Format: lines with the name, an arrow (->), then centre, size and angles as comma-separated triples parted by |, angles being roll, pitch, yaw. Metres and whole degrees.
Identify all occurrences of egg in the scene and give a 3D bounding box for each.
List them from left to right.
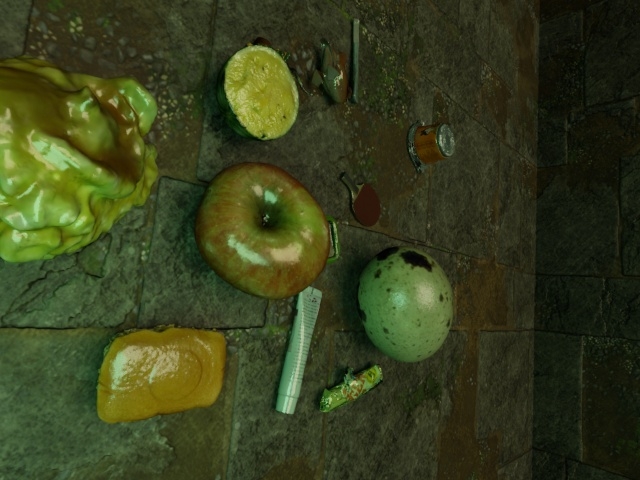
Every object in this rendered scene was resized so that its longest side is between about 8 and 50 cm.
egg -> 0.257, 0.197, 1.220 | 0.287, 0.288, 0.379 | -45, 125, -36

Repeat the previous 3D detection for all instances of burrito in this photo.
burrito -> 0.098, 0.428, 1.216 | 0.288, 0.054, 0.104 | -11, 95, -44

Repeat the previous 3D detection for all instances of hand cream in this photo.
hand cream -> -0.054, 0.284, 1.070 | 0.085, 0.058, 0.331 | 27, 70, -39

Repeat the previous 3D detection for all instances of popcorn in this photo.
popcorn -> -0.415, -0.121, 0.601 | 0.279, 0.274, 0.335 | 18, 31, -12

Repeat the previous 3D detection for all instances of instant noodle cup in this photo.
instant noodle cup -> 0.430, -0.370, 1.529 | 0.178, 0.126, 0.208 | -11, 95, -44

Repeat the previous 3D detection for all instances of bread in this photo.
bread -> -0.306, 0.251, 0.784 | 0.246, 0.121, 0.173 | 12, 78, -46

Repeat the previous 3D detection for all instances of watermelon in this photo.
watermelon -> -0.154, -0.341, 0.953 | 0.204, 0.127, 0.232 | 47, 60, -32

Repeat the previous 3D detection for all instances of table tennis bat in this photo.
table tennis bat -> 0.130, -0.136, 1.299 | 0.220, 0.019, 0.130 | 47, 58, -34

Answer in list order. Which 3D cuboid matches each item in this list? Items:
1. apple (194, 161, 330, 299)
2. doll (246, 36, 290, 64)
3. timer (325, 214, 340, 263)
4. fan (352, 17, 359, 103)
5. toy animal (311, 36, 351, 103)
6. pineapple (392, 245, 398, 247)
apple -> -0.132, -0.012, 0.898 | 0.278, 0.250, 0.309 | -30, 88, -26
doll -> -0.128, -0.469, 1.021 | 0.113, 0.077, 0.078 | 28, 77, -39
timer -> 0.000, 0.000, 1.146 | 0.128, 0.047, 0.140 | -12, 96, -42
fan -> 0.114, -0.580, 1.298 | 0.057, 0.023, 0.281 | 23, 68, -72
toy animal -> 0.045, -0.500, 1.196 | 0.179, 0.089, 0.188 | -23, 105, -60
pineapple -> 0.299, 0.094, 1.409 | 0.221, 0.083, 0.103 | 52, 56, -33
